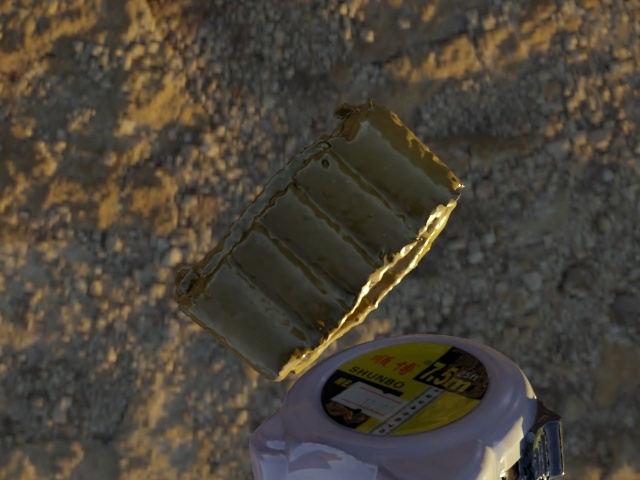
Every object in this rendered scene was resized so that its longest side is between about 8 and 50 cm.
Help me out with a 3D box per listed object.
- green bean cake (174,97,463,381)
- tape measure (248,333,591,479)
[{"bbox_3d":[0.000,0.000,1.079,0.131,0.224,0.229,44,89,-2],"label":"green bean cake"},{"bbox_3d":[0.065,0.142,0.898,0.196,0.178,0.105,16,125,44],"label":"tape measure"}]
